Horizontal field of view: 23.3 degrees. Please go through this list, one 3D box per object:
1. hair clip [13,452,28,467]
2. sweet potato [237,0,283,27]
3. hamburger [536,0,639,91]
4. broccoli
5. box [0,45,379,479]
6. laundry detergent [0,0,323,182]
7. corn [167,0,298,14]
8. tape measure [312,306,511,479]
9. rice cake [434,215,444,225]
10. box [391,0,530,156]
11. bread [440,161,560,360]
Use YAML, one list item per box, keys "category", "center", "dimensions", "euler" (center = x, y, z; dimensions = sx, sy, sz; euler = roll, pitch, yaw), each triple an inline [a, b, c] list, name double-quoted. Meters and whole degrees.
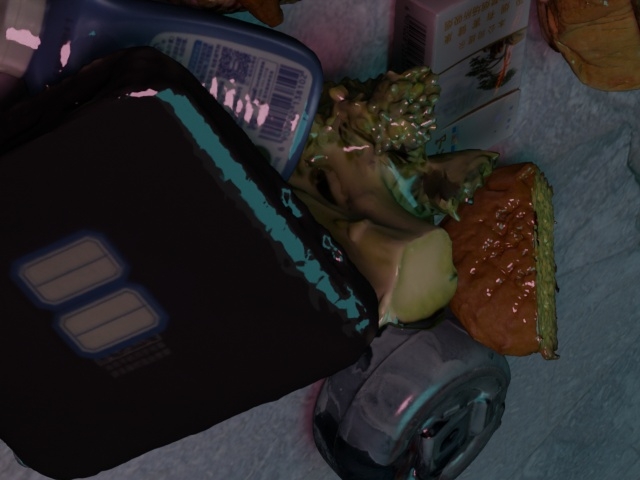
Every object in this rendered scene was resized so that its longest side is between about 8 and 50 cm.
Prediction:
- category: "hair clip"
  center: [-0.268, 0.101, 1.486]
  dimensions: [0.039, 0.070, 0.230]
  euler: [0, 115, -44]
- category: "sweet potato"
  center: [-0.134, -0.296, 1.202]
  dimensions: [0.112, 0.112, 0.359]
  euler: [-46, 124, -6]
- category: "hamburger"
  center: [0.308, -0.256, 1.727]
  dimensions: [0.130, 0.124, 0.262]
  euler: [-8, 156, 15]
- category: "broccoli"
  center: [-0.004, -0.015, 1.489]
  dimensions: [0.338, 0.317, 0.277]
  euler: [-41, 126, -57]
- category: "box"
  center: [-0.174, 0.035, 1.285]
  dimensions: [0.359, 0.091, 0.350]
  euler: [-25, 126, 21]
- category: "laundry detergent"
  center: [-0.149, -0.136, 1.278]
  dimensions: [0.289, 0.094, 0.143]
  euler: [17, 106, -19]
- category: "corn"
  center: [-0.032, -0.251, 1.385]
  dimensions: [0.253, 0.086, 0.086]
  euler: [-15, 133, -41]
- category: "tape measure"
  center: [0.126, 0.204, 1.938]
  dimensions: [0.275, 0.147, 0.256]
  euler: [-29, 140, -29]
- category: "rice cake"
  center: [0.060, -0.008, 1.755]
  dimensions: [0.226, 0.040, 0.085]
  euler: [-36, 144, -19]
- category: "box"
  center: [0.147, -0.186, 1.662]
  dimensions: [0.149, 0.067, 0.233]
  euler: [-28, 141, -28]
- category: "bread"
  center: [0.216, 0.031, 1.856]
  dimensions: [0.143, 0.139, 0.229]
  euler: [22, 65, -60]
